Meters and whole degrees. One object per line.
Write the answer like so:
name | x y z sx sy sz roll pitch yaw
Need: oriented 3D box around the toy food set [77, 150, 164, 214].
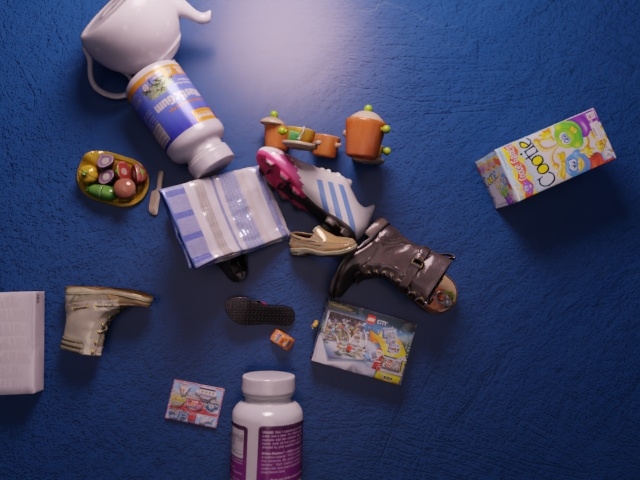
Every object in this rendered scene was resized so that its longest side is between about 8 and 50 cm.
toy food set | -0.499 -0.151 1.300 0.218 0.071 0.128 16 85 -3

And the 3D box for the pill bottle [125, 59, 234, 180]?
pill bottle | -0.332 -0.284 1.282 0.152 0.152 0.272 -37 89 -6

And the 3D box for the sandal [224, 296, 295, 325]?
sandal | -0.154 0.181 1.323 0.179 0.040 0.067 12 90 -18

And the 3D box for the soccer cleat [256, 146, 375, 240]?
soccer cleat | -0.008 -0.134 1.325 0.331 0.116 0.143 42 66 -6

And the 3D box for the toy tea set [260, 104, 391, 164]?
toy tea set | 0.014 -0.271 1.288 0.336 0.200 0.124 9 94 2

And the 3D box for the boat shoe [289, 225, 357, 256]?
boat shoe | 0.000 0.000 1.282 0.190 0.068 0.072 -2 102 32

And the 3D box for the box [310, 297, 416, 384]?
box | 0.108 0.253 1.330 0.233 0.044 0.159 17 85 -3

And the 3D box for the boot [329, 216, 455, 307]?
boot | 0.172 0.087 1.289 0.229 0.091 0.263 37 88 16

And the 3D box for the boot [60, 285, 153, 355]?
boot | -0.514 0.195 1.271 0.213 0.077 0.165 4 85 1

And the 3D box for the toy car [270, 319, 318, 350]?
toy car | -0.066 0.225 1.321 0.122 0.040 0.060 -39 89 -6

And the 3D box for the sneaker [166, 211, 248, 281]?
sneaker | -0.277 -0.006 1.309 0.106 0.101 0.267 -30 94 22

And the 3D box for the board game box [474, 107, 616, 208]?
board game box | 0.567 -0.204 1.349 0.275 0.144 0.142 -23 88 -5

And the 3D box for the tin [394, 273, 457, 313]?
tin | 0.263 0.109 1.357 0.190 0.040 0.106 39 88 0

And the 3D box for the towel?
towel | -0.219 -0.062 1.265 0.285 0.034 0.209 -20 86 -38

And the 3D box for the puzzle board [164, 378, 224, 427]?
puzzle board | -0.310 0.403 1.304 0.128 0.011 0.096 13 85 -4

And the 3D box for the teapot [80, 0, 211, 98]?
teapot | -0.433 -0.486 1.275 0.187 0.256 0.252 46 56 -37

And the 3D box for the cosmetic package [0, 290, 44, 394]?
cosmetic package | -0.719 0.241 1.259 0.099 0.060 0.238 -1 86 -6

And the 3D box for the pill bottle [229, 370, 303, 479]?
pill bottle | -0.125 0.466 1.235 0.170 0.169 0.301 2 86 -4
